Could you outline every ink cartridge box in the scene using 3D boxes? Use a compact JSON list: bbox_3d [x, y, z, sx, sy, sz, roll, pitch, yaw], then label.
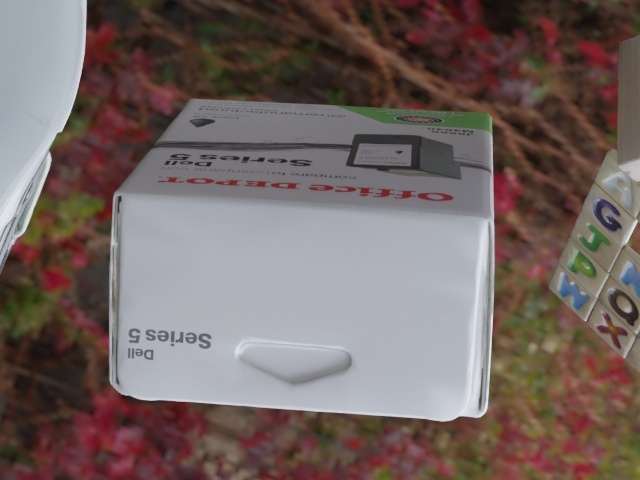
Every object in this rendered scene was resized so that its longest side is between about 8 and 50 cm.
[{"bbox_3d":[0.000,0.000,1.069,0.273,0.198,0.115,-74,167,-75],"label":"ink cartridge box"}]

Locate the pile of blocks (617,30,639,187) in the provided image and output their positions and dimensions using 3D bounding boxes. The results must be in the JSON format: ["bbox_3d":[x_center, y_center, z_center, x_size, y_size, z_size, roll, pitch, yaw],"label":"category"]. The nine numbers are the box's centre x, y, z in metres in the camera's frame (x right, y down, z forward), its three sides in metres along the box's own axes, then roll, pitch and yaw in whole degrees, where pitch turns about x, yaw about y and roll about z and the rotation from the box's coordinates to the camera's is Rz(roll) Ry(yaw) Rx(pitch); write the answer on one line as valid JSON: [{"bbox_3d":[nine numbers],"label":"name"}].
[{"bbox_3d":[0.277,-0.150,1.109,0.112,0.149,0.362,-18,-151,37],"label":"pile of blocks"}]

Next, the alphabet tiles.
[{"bbox_3d":[0.262,0.066,1.280,0.009,0.237,0.198,-38,161,-23],"label":"alphabet tiles"}]

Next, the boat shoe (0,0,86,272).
[{"bbox_3d":[-0.130,-0.027,0.618,0.070,0.078,0.219,-87,-162,-62],"label":"boat shoe"}]
